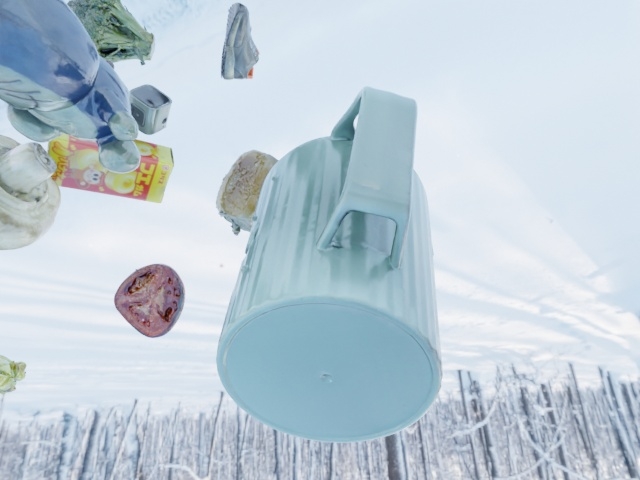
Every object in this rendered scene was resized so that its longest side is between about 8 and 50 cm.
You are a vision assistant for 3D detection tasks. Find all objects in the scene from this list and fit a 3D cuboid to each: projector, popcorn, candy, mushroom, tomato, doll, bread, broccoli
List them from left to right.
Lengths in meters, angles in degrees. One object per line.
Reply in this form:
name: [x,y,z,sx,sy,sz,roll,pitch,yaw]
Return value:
popcorn: [-0.964,0.390,1.214,0.162,0.136,0.142,-24,152,-32]
mushroom: [-0.641,-0.111,0.838,0.234,0.254,0.260,-23,-172,16]
doll: [-0.334,-0.203,0.498,0.228,0.154,0.258,25,173,6]
broccoli: [-0.726,-0.716,1.432,0.283,0.304,0.321,16,-179,-21]
candy: [-0.525,-0.190,1.040,0.275,0.088,0.146,8,131,-32]
projector: [-0.433,-0.330,1.044,0.083,0.083,0.082,36,131,0]
tomato: [-0.412,0.142,1.049,0.174,0.166,0.082,-44,-172,3]
bread: [-0.203,-0.128,1.210,0.176,0.247,0.195,18,169,30]

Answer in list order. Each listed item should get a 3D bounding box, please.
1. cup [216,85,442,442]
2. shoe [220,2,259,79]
cup: [0.015,0.014,0.605,0.309,0.392,0.401,-10,122,13]
shoe: [-0.162,-0.408,0.866,0.077,0.074,0.194,5,160,-18]
